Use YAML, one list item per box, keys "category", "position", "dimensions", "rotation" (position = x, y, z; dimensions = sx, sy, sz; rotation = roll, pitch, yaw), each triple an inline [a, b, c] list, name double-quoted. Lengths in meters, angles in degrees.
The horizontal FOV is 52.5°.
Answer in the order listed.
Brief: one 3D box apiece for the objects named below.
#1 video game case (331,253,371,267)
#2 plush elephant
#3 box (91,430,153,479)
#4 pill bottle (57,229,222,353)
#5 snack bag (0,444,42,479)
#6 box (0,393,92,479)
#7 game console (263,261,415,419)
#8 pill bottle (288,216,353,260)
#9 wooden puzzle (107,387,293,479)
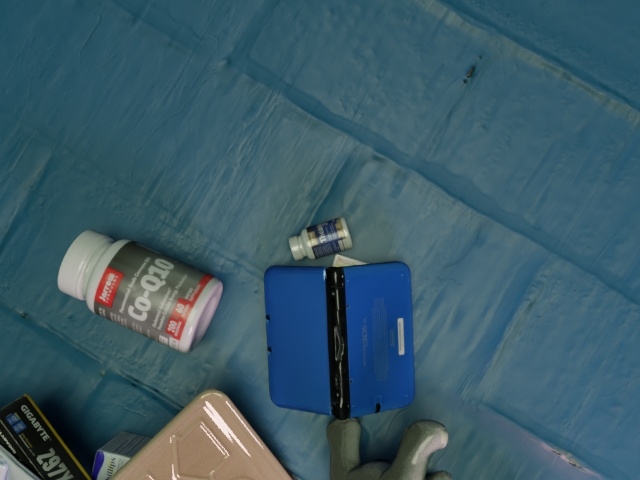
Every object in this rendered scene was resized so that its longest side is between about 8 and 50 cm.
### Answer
- category: "video game case"
  position: [0.085, 0.117, 1.321]
  dimensions: [0.157, 0.019, 0.143]
  rotation: [17, 89, 4]
- category: "plush elephant"
  position: [0.161, 0.512, 1.208]
  dimensions: [0.272, 0.255, 0.329]
  rotation: [-19, 47, 39]
- category: "box"
  position: [-0.359, 0.442, 1.280]
  dimensions: [0.137, 0.126, 0.072]
  rotation: [13, 91, 4]
- category: "pill bottle"
  position: [-0.351, 0.095, 1.271]
  dimensions: [0.283, 0.161, 0.161]
  rotation: [23, 90, 3]
- category: "snack bag"
  position: [-0.608, 0.516, 1.229]
  dimensions: [0.343, 0.037, 0.323]
  rotation: [30, 120, 16]
- category: "box"
  position: [-0.549, 0.487, 1.252]
  dimensions: [0.322, 0.079, 0.257]
  rotation: [52, 126, 3]
- category: "game console"
  position: [0.038, 0.189, 1.300]
  dimensions: [0.250, 0.173, 0.292]
  rotation: [-4, 95, -25]
- category: "pill bottle"
  position: [0.000, 0.000, 1.303]
  dimensions: [0.120, 0.067, 0.067]
  rotation: [-17, 88, 2]
- category: "wooden puzzle"
  position: [-0.252, 0.484, 1.211]
  dimensions: [0.348, 0.081, 0.322]
  rotation: [-40, 119, -19]
